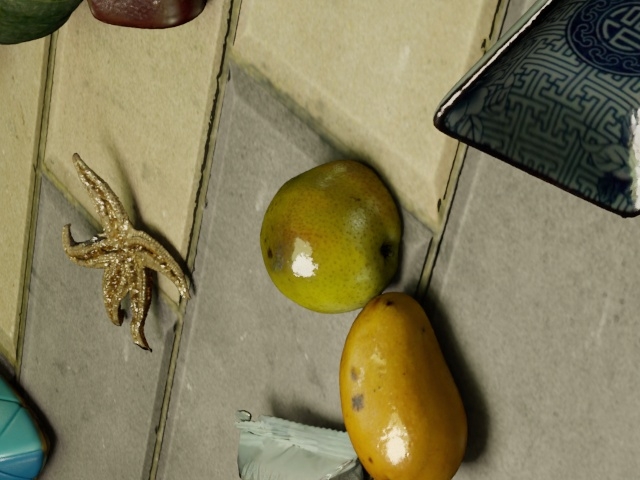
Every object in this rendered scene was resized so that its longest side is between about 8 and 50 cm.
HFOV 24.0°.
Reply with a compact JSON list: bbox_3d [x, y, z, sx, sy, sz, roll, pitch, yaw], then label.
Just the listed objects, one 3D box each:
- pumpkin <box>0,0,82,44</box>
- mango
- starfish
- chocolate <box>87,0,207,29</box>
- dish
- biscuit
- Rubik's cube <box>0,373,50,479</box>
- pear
[{"bbox_3d":[-0.353,-0.358,1.627,0.300,0.207,0.300,23,120,47],"label":"pumpkin"},{"bbox_3d":[0.068,0.138,1.332,0.115,0.090,0.178,-34,71,42],"label":"mango"},{"bbox_3d":[-0.225,0.011,1.713,0.213,0.057,0.238,-1,105,46],"label":"starfish"},{"bbox_3d":[-0.174,-0.252,1.511,0.149,0.125,0.080,27,139,41],"label":"chocolate"},{"bbox_3d":[0.213,-0.132,1.025,0.243,0.182,0.080,-47,26,48],"label":"dish"},{"bbox_3d":[-0.008,0.327,1.509,0.186,0.079,0.309,7,108,50],"label":"biscuit"},{"bbox_3d":[-0.516,0.254,2.047,0.254,0.254,0.254,22,119,48],"label":"Rubik's cube"},{"bbox_3d":[0.000,0.000,1.368,0.141,0.104,0.141,20,118,44],"label":"pear"}]
